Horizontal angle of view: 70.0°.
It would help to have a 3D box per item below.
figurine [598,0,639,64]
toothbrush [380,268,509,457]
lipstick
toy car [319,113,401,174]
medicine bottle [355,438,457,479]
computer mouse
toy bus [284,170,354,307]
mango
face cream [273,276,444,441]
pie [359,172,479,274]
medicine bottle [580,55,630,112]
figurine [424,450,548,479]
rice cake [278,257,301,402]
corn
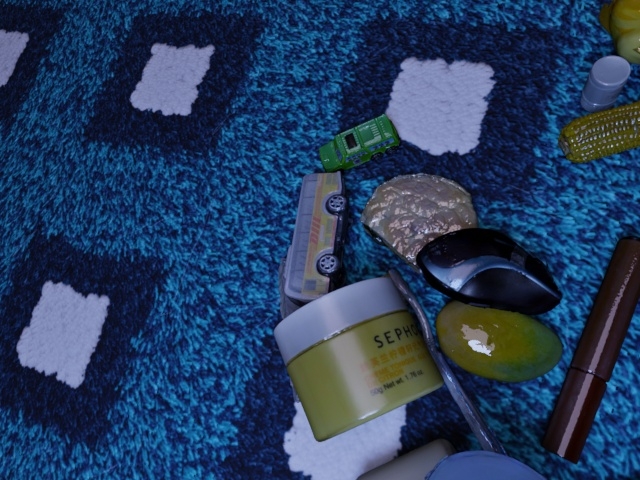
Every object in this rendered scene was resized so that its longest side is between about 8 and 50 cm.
[{"bbox_3d":[0.573,-0.325,0.738,0.246,0.131,0.156,43,78,7],"label":"figurine"},{"bbox_3d":[0.214,0.225,0.766,0.042,0.035,0.413,-41,64,26],"label":"toothbrush"},{"bbox_3d":[0.429,0.160,0.702,0.057,0.057,0.356,22,81,22],"label":"lipstick"},{"bbox_3d":[0.075,-0.191,0.917,0.165,0.062,0.071,-21,69,11],"label":"toy car"},{"bbox_3d":[0.107,0.407,0.701,0.253,0.114,0.114,-29,68,8],"label":"medicine bottle"},{"bbox_3d":[0.269,0.040,0.717,0.234,0.096,0.137,10,34,-11],"label":"computer mouse"},{"bbox_3d":[0.000,0.000,0.852,0.106,0.092,0.267,1,65,16],"label":"toy bus"},{"bbox_3d":[0.284,0.159,0.736,0.195,0.092,0.130,7,71,10],"label":"mango"},{"bbox_3d":[0.058,0.188,0.726,0.218,0.218,0.179,-28,69,8],"label":"face cream"},{"bbox_3d":[0.191,-0.039,0.840,0.185,0.052,0.218,-47,65,1],"label":"pie"},{"bbox_3d":[0.489,-0.267,0.789,0.058,0.091,0.058,-5,73,17],"label":"medicine bottle"},{"bbox_3d":[0.182,0.474,0.547,0.277,0.387,0.248,3,34,-12],"label":"figurine"},{"bbox_3d":[-0.045,0.162,0.858,0.056,0.049,0.269,-2,69,-21],"label":"rice cake"},{"bbox_3d":[0.523,-0.193,0.763,0.231,0.080,0.080,-16,70,14],"label":"corn"}]
